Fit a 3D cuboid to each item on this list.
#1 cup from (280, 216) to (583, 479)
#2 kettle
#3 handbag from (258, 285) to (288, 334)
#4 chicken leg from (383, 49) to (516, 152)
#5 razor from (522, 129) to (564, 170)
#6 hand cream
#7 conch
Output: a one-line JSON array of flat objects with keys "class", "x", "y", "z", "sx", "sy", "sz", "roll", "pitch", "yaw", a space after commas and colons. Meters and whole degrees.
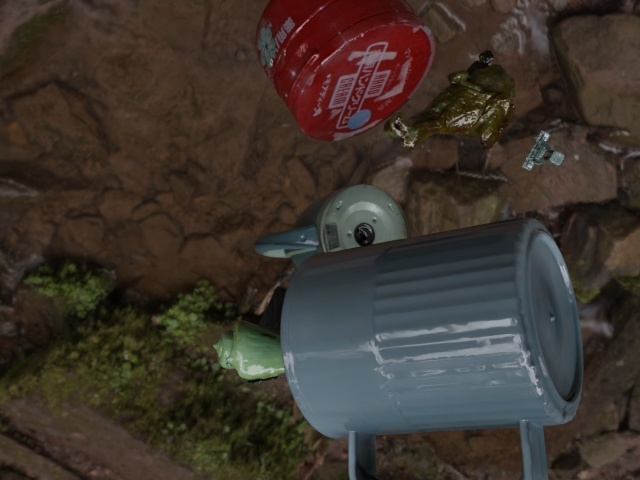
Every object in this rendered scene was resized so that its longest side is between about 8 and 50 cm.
[{"class": "cup", "x": 0.137, "y": 0.137, "z": 0.784, "sx": 0.311, "sy": 0.331, "sz": 0.257, "roll": -13, "pitch": 125, "yaw": 33}, {"class": "kettle", "x": 0.000, "y": 0.000, "z": 1.617, "sx": 0.319, "sy": 0.247, "sz": 0.342, "roll": 2, "pitch": 174, "yaw": -28}, {"class": "handbag", "x": -0.078, "y": 0.260, "z": 1.918, "sx": 0.181, "sy": 0.181, "sz": 0.254, "roll": 9, "pitch": 118, "yaw": -32}, {"class": "chicken leg", "x": 0.348, "y": -0.305, "z": 1.573, "sx": 0.211, "sy": 0.361, "sz": 0.140, "roll": 48, "pitch": 164, "yaw": 13}, {"class": "razor", "x": 0.579, "y": -0.214, "z": 1.595, "sx": 0.056, "sy": 0.278, "sz": 0.111, "roll": 26, "pitch": 104, "yaw": 2}, {"class": "hand cream", "x": 0.032, "y": -0.265, "z": 0.882, "sx": 0.230, "sy": 0.149, "sz": 0.230, "roll": -23, "pitch": 157, "yaw": -11}, {"class": "conch", "x": -0.160, "y": 0.306, "z": 1.671, "sx": 0.250, "sy": 0.143, "sz": 0.137, "roll": 25, "pitch": 102, "yaw": -4}]
